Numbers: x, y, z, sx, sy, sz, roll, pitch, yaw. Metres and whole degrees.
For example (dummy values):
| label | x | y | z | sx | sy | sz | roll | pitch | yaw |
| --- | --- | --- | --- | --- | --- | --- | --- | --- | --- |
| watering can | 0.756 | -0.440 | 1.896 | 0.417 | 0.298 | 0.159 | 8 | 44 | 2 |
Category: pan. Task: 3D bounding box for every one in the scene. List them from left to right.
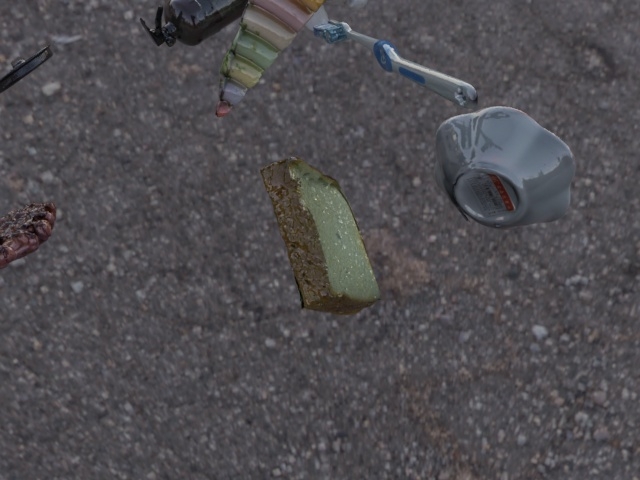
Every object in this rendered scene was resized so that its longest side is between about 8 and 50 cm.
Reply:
| label | x | y | z | sx | sy | sz | roll | pitch | yaw |
| --- | --- | --- | --- | --- | --- | --- | --- | --- | --- |
| pan | -0.553 | -0.320 | 1.729 | 0.136 | 0.028 | 0.235 | -37 | 22 | -6 |

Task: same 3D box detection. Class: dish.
| label | x | y | z | sx | sy | sz | roll | pitch | yaw |
| --- | --- | --- | --- | --- | --- | --- | --- | --- | --- |
| dish | 0.257 | -0.083 | 1.376 | 0.230 | 0.229 | 0.081 | 19 | 47 | 17 |

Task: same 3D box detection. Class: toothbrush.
| label | x | y | z | sx | sy | sz | roll | pitch | yaw |
| --- | --- | --- | --- | --- | --- | --- | --- | --- | --- |
| toothbrush | 0.092 | -0.234 | 1.193 | 0.040 | 0.040 | 0.386 | -28 | 34 | -15 |

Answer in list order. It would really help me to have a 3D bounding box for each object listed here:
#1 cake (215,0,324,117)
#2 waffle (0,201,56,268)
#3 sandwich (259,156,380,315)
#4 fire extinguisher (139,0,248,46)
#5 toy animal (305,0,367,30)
| label | x | y | z | sx | sy | sz | roll | pitch | yaw |
| --- | --- | --- | --- | --- | --- | --- | --- | --- | --- |
| cake | -0.050 | -0.237 | 1.049 | 0.090 | 0.225 | 0.109 | 20 | 38 | -7 |
| waffle | -0.539 | 0.006 | 1.567 | 0.221 | 0.055 | 0.234 | -33 | 20 | -18 |
| sandwich | -0.001 | 0.000 | 1.570 | 0.087 | 0.226 | 0.251 | -24 | 74 | 23 |
| fire extinguisher | -0.135 | -0.336 | 1.271 | 0.268 | 0.089 | 0.072 | -39 | 72 | -24 |
| toy animal | 0.010 | -0.480 | 1.686 | 0.178 | 0.127 | 0.193 | 56 | 27 | 0 |
